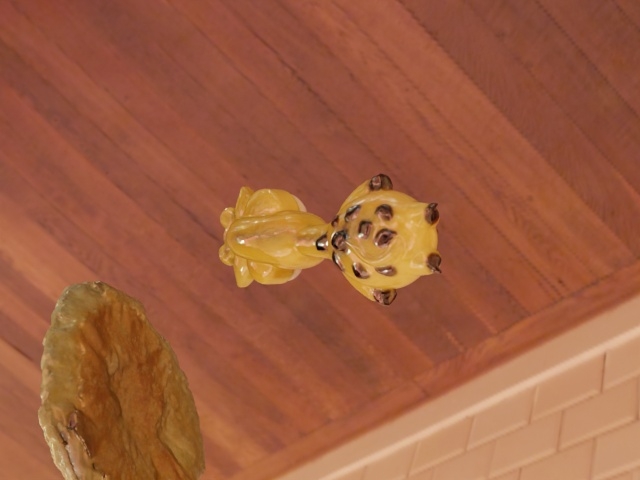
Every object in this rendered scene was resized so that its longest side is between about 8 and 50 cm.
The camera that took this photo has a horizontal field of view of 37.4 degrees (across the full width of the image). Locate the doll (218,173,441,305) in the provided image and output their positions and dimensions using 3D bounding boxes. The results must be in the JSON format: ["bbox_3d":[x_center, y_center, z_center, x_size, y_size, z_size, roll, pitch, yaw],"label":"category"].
[{"bbox_3d":[0.001,0.000,0.904,0.291,0.086,0.117,0,85,48],"label":"doll"}]

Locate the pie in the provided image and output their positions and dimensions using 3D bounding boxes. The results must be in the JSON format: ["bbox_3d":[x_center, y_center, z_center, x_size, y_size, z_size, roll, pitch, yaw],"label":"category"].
[{"bbox_3d":[-0.217,0.196,1.044,0.071,0.306,0.306,-23,115,18],"label":"pie"}]
